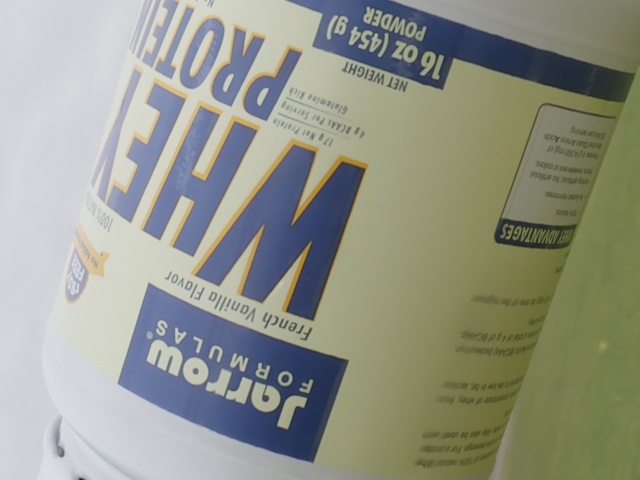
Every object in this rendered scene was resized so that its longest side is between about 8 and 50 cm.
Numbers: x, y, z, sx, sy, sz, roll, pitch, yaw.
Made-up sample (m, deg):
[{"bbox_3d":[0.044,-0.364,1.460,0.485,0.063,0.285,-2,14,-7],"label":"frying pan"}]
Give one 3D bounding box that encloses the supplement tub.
[{"bbox_3d":[0.000,0.000,0.756,0.235,0.235,0.325,-48,-24,-77],"label":"supplement tub"}]
